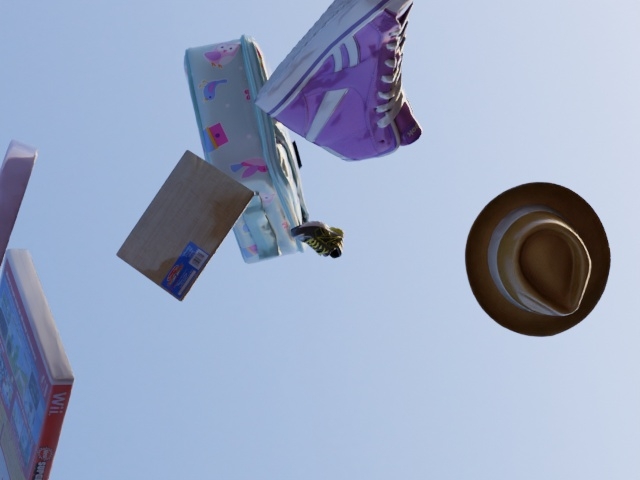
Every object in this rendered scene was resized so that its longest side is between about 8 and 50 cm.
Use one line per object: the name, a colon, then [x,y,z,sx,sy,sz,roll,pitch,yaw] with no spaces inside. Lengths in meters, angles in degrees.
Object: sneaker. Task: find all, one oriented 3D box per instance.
sneaker: [0.066,-0.183,1.597,0.161,0.282,0.102,37,-130,-8]
sneaker: [0.000,0.000,1.795,0.083,0.031,0.035,10,-116,-44]

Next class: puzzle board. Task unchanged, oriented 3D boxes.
puzzle board: [-0.132,-0.015,1.521,0.128,0.096,0.011,-56,-31,-1]

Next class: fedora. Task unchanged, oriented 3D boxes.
fedora: [0.267,0.029,1.847,0.194,0.079,0.194,-2,-78,-8]

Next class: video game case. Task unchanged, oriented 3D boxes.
video game case: [-0.307,0.180,1.558,0.025,0.204,0.285,1,-54,-26]

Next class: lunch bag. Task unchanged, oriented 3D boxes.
lunch bag: [-0.084,-0.103,1.935,0.279,0.107,0.224,70,-176,-62]

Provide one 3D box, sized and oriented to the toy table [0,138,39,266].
toy table: [-0.367,0.026,1.373,0.160,0.252,0.274,17,-107,-11]
